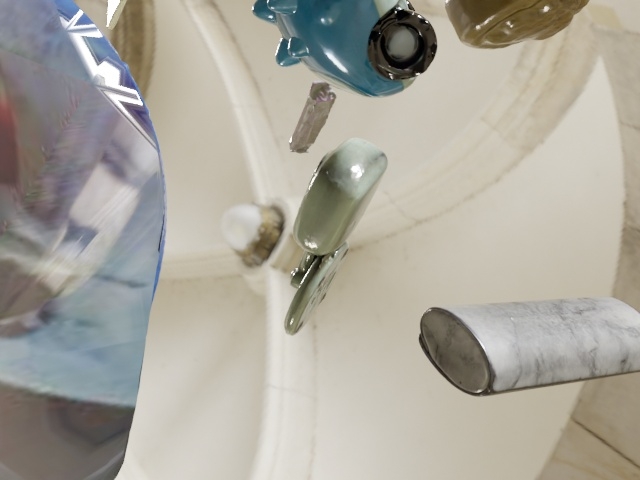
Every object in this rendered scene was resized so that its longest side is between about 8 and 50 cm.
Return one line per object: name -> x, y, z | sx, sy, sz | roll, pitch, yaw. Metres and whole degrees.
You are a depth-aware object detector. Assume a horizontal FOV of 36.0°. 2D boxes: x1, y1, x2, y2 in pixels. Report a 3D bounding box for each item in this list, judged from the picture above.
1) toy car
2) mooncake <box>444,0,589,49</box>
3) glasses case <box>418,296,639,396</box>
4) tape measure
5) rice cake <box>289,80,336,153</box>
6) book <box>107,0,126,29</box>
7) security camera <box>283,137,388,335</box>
toy car -> 0.019, -0.283, 1.182 | 0.190, 0.255, 0.188 | -24, -156, 5
mooncake -> 0.312, -0.374, 1.529 | 0.235, 0.235, 0.117 | -29, -99, 38
glasses case -> 0.243, 0.108, 1.048 | 0.114, 0.299, 0.060 | 47, -56, 40
tape measure -> -0.202, -0.004, 0.412 | 0.138, 0.259, 0.262 | -42, -145, 56
rice cake -> -0.020, -0.253, 2.058 | 0.270, 0.055, 0.049 | 119, -47, -66
book -> -0.293, -0.411, 1.446 | 0.118, 0.012, 0.172 | 151, -57, -64
security camera -> 0.000, 0.000, 1.352 | 0.157, 0.080, 0.301 | -49, 165, -54
